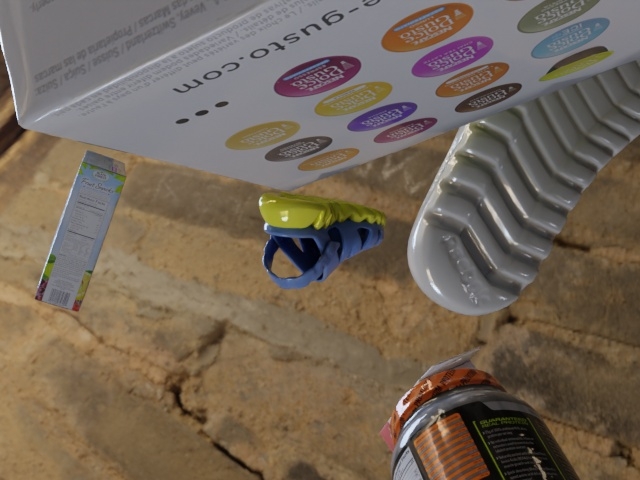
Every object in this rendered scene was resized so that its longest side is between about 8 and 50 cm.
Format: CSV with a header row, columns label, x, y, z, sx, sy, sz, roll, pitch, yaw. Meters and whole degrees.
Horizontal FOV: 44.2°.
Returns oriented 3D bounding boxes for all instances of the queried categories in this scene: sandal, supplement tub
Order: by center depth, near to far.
label,x,y,z,sx,sy,sz,roll,pitch,yaw
sandal,0.206,-0.118,0.760,0.416,0.169,0.102,-51,-166,-13
supplement tub,0.192,0.298,0.848,0.194,0.193,0.316,-26,-144,4
sandal,0.000,0.000,1.232,0.126,0.317,0.138,12,-83,32

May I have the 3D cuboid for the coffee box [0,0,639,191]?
label,x,y,z,sx,sy,sz,roll,pitch,yaw
coffee box,0.012,-0.257,0.519,0.338,0.334,0.338,-19,-100,20

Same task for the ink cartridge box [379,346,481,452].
label,x,y,z,sx,sy,sz,roll,pitch,yaw
ink cartridge box,0.188,0.258,1.231,0.115,0.198,0.067,-14,-125,-36

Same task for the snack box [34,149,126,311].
label,x,y,z,sx,sy,sz,roll,pitch,yaw
snack box,-0.350,-0.020,1.162,0.174,0.070,0.207,-138,-113,-71
